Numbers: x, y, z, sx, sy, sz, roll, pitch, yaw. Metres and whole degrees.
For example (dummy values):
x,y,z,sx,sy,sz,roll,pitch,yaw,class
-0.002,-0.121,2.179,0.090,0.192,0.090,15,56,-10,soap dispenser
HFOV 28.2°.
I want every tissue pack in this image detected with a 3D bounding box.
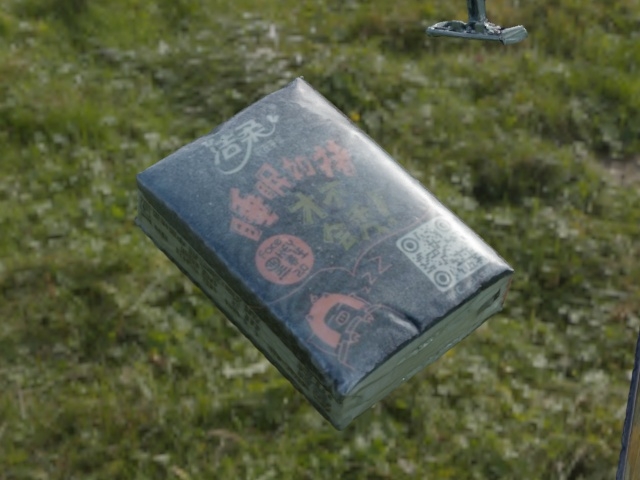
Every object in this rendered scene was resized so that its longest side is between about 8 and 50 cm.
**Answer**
x,y,z,sx,sy,sz,roll,pitch,yaw,class
0.000,0.000,1.233,0.228,0.103,0.316,-33,63,-27,tissue pack

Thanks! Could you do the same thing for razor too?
x,y,z,sx,sy,sz,roll,pitch,yaw,class
0.063,-0.215,0.865,0.084,0.211,0.036,17,63,51,razor

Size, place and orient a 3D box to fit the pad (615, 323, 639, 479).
x,y,z,sx,sy,sz,roll,pitch,yaw,class
0.209,0.074,0.616,0.007,0.367,0.247,2,70,31,pad
